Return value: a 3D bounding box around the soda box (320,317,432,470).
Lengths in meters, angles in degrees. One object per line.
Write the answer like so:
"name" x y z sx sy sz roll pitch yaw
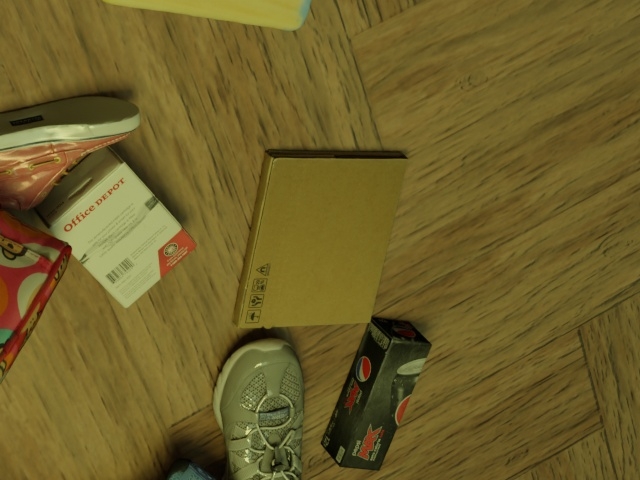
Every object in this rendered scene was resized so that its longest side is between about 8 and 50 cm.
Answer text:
"soda box" 0.062 0.174 2.083 0.060 0.053 0.169 9 112 -32

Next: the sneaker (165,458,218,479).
"sneaker" -0.223 0.350 1.994 0.330 0.130 0.147 -40 90 13

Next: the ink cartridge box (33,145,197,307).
"ink cartridge box" -0.203 -0.015 1.830 0.099 0.056 0.135 -41 128 -3

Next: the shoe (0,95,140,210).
"shoe" -0.257 -0.082 1.763 0.178 0.063 0.081 -11 122 -17

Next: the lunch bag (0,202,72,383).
"lunch bag" -0.351 0.127 1.680 0.120 0.293 0.258 31 136 -1

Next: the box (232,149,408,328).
"box" 0.000 0.000 1.972 0.164 0.021 0.201 -1 116 -28

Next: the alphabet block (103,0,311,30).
"alphabet block" -0.113 -0.312 1.633 0.197 0.192 0.193 4 112 -32

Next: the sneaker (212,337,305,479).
"sneaker" -0.050 0.236 2.016 0.105 0.115 0.281 -12 121 -23
